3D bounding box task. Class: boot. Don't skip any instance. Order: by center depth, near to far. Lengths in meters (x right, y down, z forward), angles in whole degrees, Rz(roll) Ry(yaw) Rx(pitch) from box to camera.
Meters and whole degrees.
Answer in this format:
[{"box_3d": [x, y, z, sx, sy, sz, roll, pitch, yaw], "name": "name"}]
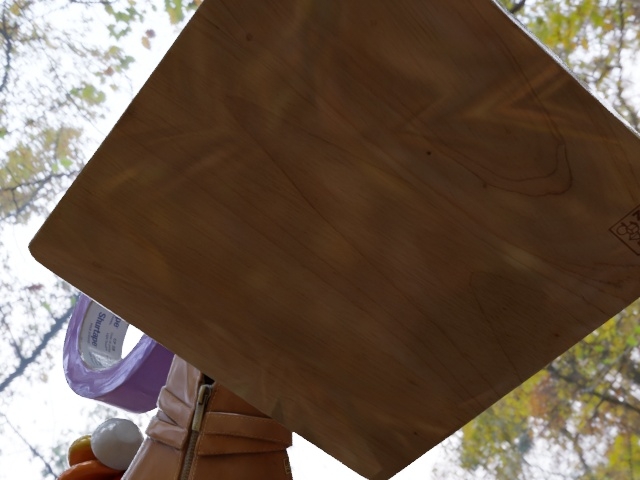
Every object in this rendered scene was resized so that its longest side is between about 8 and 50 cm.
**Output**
[{"box_3d": [-0.151, 0.210, 0.688, 0.109, 0.283, 0.220, 12, -99, -60], "name": "boot"}]

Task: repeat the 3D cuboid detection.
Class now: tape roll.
[{"box_3d": [-0.290, 0.132, 1.193, 0.090, 0.275, 0.275, 35, -86, -40], "name": "tape roll"}]

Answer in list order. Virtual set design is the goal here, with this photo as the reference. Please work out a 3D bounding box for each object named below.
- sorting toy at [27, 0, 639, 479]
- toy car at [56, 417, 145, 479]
[{"box_3d": [0.022, -0.021, 0.416, 0.257, 0.089, 0.255, 37, -63, -15], "name": "sorting toy"}, {"box_3d": [-0.270, 0.344, 1.010, 0.182, 0.136, 0.159, 31, -63, -12], "name": "toy car"}]
